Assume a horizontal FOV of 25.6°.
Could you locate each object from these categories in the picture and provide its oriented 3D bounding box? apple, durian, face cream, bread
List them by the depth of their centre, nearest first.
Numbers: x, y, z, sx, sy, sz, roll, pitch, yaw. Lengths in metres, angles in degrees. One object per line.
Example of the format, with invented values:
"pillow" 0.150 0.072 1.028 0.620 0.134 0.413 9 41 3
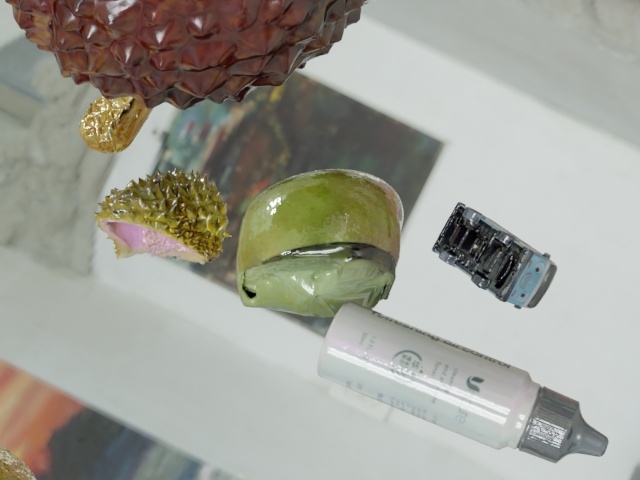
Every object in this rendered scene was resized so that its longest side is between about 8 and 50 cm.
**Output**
"face cream" 0.153 0.160 1.484 0.092 0.311 0.092 22 -90 -77
"apple" 0.000 0.000 1.664 0.207 0.188 0.174 -65 -18 -84
"bread" -0.277 -0.167 1.896 0.110 0.083 0.044 -56 -35 -13
"durian" -0.219 -0.029 1.940 0.165 0.132 0.182 -23 17 -12

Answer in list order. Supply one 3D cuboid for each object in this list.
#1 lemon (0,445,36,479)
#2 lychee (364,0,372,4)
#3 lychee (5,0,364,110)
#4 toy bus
"lemon" -0.442 0.348 1.608 0.293 0.293 0.293 -63 -3 -6
"lychee" 0.031 -0.452 1.917 0.255 0.255 0.300 -61 -25 -45
"lychee" -0.110 -0.364 1.458 0.500 0.424 0.424 -42 -2 4
"toy bus" 0.172 0.019 1.346 0.060 0.075 0.123 -61 36 8
